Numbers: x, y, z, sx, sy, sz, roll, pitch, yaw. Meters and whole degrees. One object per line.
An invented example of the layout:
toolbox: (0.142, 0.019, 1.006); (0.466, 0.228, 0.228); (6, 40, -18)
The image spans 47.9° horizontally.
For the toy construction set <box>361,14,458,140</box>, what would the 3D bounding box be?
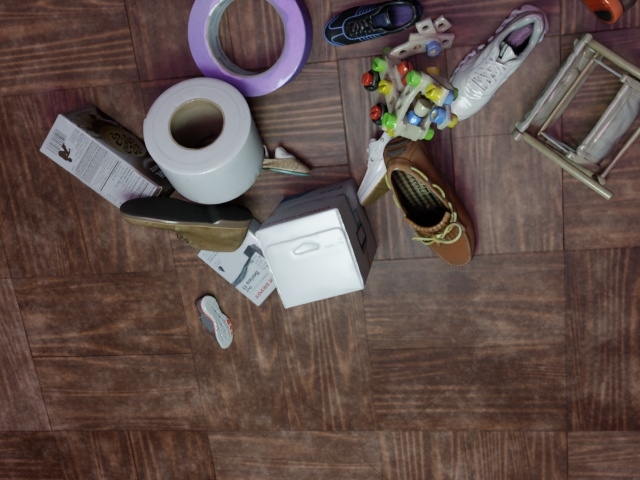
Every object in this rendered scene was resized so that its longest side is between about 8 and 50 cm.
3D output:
toy construction set: (0.196, -0.343, 1.529); (0.151, 0.328, 0.215); (23, 138, -19)

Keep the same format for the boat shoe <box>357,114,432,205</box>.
boat shoe: (0.156, -0.208, 1.691); (0.096, 0.098, 0.277); (41, 114, 19)

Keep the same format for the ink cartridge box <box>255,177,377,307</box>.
ink cartridge box: (0.000, 0.000, 1.691); (0.198, 0.270, 0.197); (-15, 105, 16)

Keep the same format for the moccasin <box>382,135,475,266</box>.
moccasin: (0.253, -0.064, 1.637); (0.139, 0.147, 0.380); (-8, 135, 25)

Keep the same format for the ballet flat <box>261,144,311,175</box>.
ballet flat: (-0.123, -0.197, 1.758); (0.206, 0.073, 0.067); (5, 95, 6)

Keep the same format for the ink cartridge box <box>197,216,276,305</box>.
ink cartridge box: (-0.181, 0.041, 1.839); (0.208, 0.087, 0.153); (40, 111, -4)

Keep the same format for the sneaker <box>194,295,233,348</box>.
sneaker: (-0.290, 0.219, 1.949); (0.065, 0.061, 0.158); (-9, 108, 42)

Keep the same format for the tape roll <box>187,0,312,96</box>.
tape roll: (-0.160, -0.473, 1.657); (0.274, 0.090, 0.275); (4, 110, 10)

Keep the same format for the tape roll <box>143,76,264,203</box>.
tape roll: (-0.263, -0.227, 1.659); (0.246, 0.169, 0.246); (-2, 70, 5)

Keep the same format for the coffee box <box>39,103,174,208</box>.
coffee box: (-0.505, -0.194, 1.779); (0.297, 0.168, 0.119); (36, 111, -3)

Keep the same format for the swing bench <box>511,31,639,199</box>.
swing bench: (0.585, -0.271, 1.545); (0.254, 0.165, 0.253); (35, 112, 4)

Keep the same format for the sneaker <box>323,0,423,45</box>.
sneaker: (0.111, -0.486, 1.598); (0.232, 0.090, 0.081); (-14, 106, 15)

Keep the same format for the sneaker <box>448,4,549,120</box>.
sneaker: (0.376, -0.383, 1.569); (0.110, 0.118, 0.292); (37, 113, -5)

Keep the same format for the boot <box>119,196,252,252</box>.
boot: (-0.320, -0.030, 1.700); (0.305, 0.112, 0.115); (7, 125, -18)

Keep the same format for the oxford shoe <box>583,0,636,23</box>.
oxford shoe: (0.557, -0.585, 1.489); (0.098, 0.097, 0.271); (-40, 102, 0)
